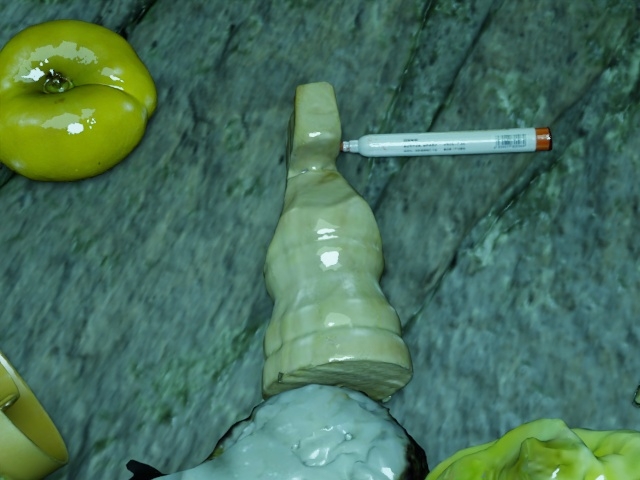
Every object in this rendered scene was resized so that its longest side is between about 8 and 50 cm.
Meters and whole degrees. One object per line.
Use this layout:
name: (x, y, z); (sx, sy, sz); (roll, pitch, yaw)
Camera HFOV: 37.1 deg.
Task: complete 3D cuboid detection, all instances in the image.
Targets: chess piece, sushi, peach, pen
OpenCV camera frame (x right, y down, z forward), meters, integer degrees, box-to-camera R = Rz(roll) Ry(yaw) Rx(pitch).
chess piece: (0.000, 0.000, 0.869); (0.137, 0.137, 0.300); (-8, 60, 1)
sushi: (-0.053, 0.269, 0.704); (0.234, 0.207, 0.348); (17, 51, 41)
peach: (-0.254, -0.140, 0.968); (0.179, 0.103, 0.179); (0, 66, -1)
pen: (0.121, -0.097, 0.959); (0.218, 0.026, 0.026); (-2, 64, 4)

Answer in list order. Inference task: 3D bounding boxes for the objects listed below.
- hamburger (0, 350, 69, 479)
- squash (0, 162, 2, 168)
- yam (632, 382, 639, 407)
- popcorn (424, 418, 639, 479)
hamburger: (-0.351, 0.152, 0.743); (0.212, 0.274, 0.274); (-38, 67, -12)
squash: (-0.468, -0.073, 1.003); (0.204, 0.155, 0.236); (34, 65, -20)
yam: (0.302, 0.103, 0.850); (0.014, 0.014, 0.107); (25, 68, 16)
popcorn: (0.169, 0.232, 0.564); (0.293, 0.237, 0.292); (-25, 42, 25)
